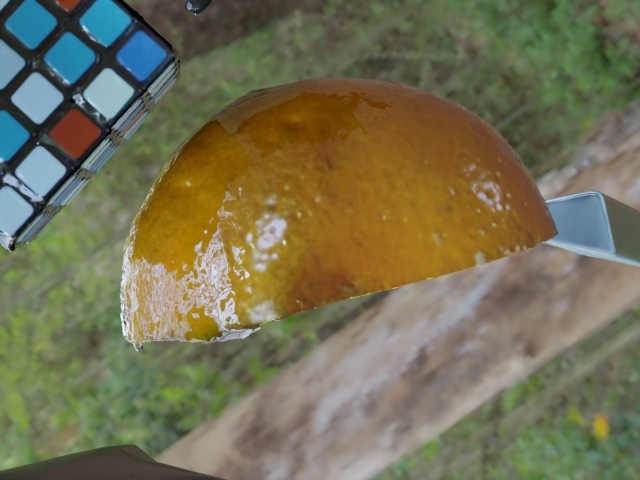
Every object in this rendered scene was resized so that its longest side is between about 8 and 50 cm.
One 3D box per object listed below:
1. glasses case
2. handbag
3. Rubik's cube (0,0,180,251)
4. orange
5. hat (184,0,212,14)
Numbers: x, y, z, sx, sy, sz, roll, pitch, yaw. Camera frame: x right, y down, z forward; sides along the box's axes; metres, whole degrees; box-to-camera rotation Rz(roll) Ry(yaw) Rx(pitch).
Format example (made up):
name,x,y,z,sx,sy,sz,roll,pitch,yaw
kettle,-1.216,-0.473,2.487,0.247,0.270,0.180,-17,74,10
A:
name,x,y,z,sx,sy,sz,roll,pitch,yaw
glasses case,0.267,-0.013,1.581,0.105,0.056,0.266,14,-179,21
handbag,-0.214,0.316,1.745,0.288,0.342,0.152,1,97,43
Rubik's cube,-0.224,-0.120,1.174,0.187,0.182,0.184,41,178,-6
orange,-0.001,-0.001,1.243,0.274,0.310,0.274,45,180,0
hat,-0.069,-0.275,1.185,0.238,0.336,0.209,-19,-68,-57
